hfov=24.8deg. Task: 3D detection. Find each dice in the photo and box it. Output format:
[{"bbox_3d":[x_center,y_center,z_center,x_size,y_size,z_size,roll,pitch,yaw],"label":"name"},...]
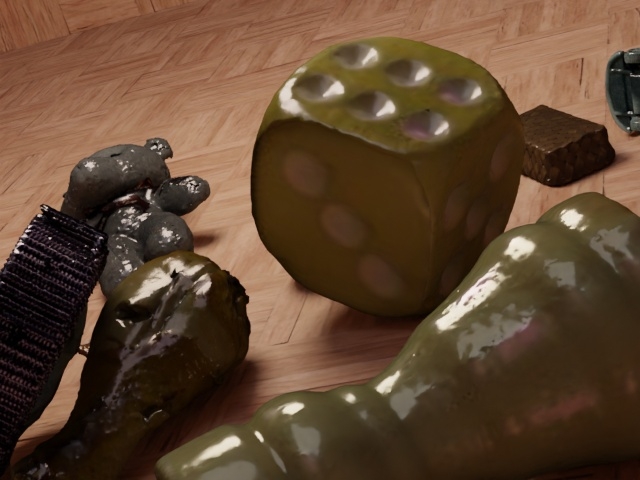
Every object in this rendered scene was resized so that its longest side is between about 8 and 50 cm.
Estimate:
[{"bbox_3d":[0.077,-0.074,1.622,0.238,0.233,0.227,23,45,24],"label":"dice"}]

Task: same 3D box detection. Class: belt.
[{"bbox_3d":[-0.326,0.127,1.523,0.325,0.122,0.260,-67,9,-22],"label":"belt"}]

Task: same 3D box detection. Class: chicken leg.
[{"bbox_3d":[-0.200,0.156,1.530,0.201,0.153,0.429,-15,27,35],"label":"chicken leg"}]

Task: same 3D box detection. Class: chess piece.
[{"bbox_3d":[0.091,0.149,1.194,0.442,0.234,0.234,-27,23,-14],"label":"chess piece"}]

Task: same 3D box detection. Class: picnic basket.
[{"bbox_3d":[0.300,-0.130,1.911,0.110,0.055,0.193,-24,24,-13],"label":"picnic basket"}]

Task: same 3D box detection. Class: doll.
[{"bbox_3d":[-0.276,-0.044,2.030,0.245,0.158,0.340,-31,24,2],"label":"doll"}]

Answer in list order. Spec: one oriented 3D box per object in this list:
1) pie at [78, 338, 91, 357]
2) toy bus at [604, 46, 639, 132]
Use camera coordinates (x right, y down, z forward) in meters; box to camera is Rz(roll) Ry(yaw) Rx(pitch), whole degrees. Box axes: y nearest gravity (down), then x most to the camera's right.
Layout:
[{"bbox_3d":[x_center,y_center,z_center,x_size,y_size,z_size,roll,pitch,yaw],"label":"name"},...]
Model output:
[{"bbox_3d":[-0.195,0.116,1.746,0.191,0.033,0.088,-24,34,-21],"label":"pie"},{"bbox_3d":[0.488,-0.192,1.835,0.119,0.121,0.265,-22,19,-32],"label":"toy bus"}]
